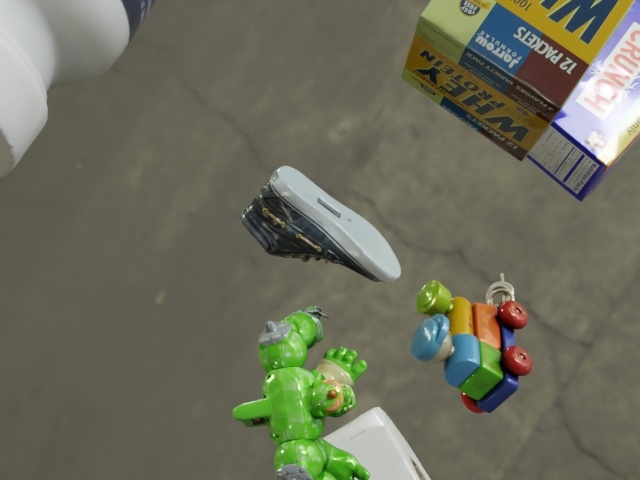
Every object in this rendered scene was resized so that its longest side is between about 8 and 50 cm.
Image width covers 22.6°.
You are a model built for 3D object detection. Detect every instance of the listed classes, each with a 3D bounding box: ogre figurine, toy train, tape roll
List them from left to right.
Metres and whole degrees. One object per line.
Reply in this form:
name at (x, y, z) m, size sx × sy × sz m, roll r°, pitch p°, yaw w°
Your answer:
ogre figurine at (-0.011, 0.145, 1.327) m, size 0.096 × 0.118 × 0.197 m, roll 5°, pitch 79°, yaw 23°
tape roll at (0.103, 0.345, 1.921) m, size 0.100 × 0.286 × 0.286 m, roll -31°, pitch 36°, yaw 2°
toy train at (0.185, 0.096, 2.083) m, size 0.105 × 0.143 × 0.248 m, roll -46°, pitch 25°, yaw 32°

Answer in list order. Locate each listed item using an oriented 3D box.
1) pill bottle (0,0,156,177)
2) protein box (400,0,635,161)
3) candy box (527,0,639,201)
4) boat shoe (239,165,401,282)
pill bottle at (-0.135, -0.170, 0.777) m, size 0.153 × 0.153 × 0.265 m, roll -4°, pitch 51°, yaw 52°
protein box at (0.184, -0.203, 1.355) m, size 0.201 × 0.136 × 0.200 m, roll -55°, pitch -4°, yaw -9°
candy box at (0.345, -0.260, 2.286) m, size 0.268 × 0.317 × 0.122 m, roll -46°, pitch -8°, yaw -24°
boat shoe at (0.000, 0.000, 1.793) m, size 0.083 × 0.183 × 0.065 m, roll -45°, pitch 11°, yaw 28°
